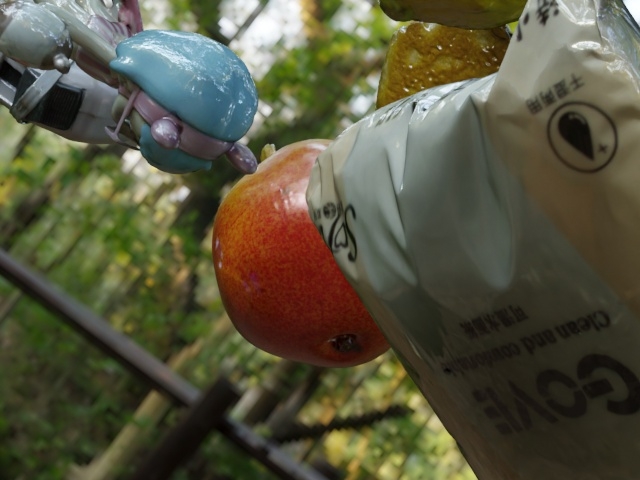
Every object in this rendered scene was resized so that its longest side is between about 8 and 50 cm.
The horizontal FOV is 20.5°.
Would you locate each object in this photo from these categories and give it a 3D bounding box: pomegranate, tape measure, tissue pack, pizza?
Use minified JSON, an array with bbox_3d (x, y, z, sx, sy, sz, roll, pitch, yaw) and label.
[{"bbox_3d":[0.000,0.000,1.693,0.221,0.221,0.256,42,15,-43],"label":"pomegranate"},{"bbox_3d":[-0.258,-0.177,1.813,0.236,0.120,0.197,-8,41,-48],"label":"tape measure"},{"bbox_3d":[0.181,0.034,1.093,0.390,0.195,0.375,53,-25,-5],"label":"tissue pack"},{"bbox_3d":[0.204,-0.212,2.344,0.297,0.189,0.071,-2,-8,38],"label":"pizza"}]

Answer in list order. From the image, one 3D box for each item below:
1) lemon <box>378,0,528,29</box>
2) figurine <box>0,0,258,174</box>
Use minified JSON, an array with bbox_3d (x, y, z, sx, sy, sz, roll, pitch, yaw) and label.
[{"bbox_3d":[0.171,-0.399,1.941,0.336,0.336,0.336,36,-6,4],"label":"lemon"},{"bbox_3d":[-0.154,-0.150,1.285,0.260,0.103,0.205,45,9,33],"label":"figurine"}]
